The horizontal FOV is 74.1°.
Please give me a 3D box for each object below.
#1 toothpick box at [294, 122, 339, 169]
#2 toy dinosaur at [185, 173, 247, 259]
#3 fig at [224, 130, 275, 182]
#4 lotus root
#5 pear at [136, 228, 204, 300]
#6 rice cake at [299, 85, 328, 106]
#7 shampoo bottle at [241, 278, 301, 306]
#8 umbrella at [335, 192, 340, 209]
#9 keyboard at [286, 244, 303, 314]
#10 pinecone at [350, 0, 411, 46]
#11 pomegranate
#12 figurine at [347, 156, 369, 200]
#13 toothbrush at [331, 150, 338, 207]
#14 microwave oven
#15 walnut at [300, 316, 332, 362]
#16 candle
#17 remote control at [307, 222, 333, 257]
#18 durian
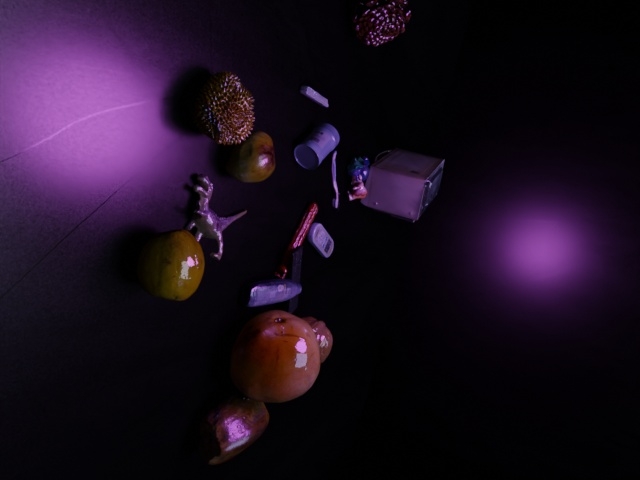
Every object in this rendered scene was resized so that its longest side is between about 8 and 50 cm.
[{"bbox_3d":[-0.012,-0.330,1.475,0.153,0.101,0.101,-53,149,-38],"label":"toothpick box"},{"bbox_3d":[-0.274,-0.049,1.125,0.251,0.072,0.199,41,57,-54],"label":"toy dinosaur"},{"bbox_3d":[-0.180,-0.223,1.148,0.153,0.121,0.135,-48,141,-44],"label":"fig"},{"bbox_3d":[-0.283,0.604,1.406,0.291,0.193,0.193,-3,108,-62],"label":"lotus root"},{"bbox_3d":[-0.336,0.054,0.950,0.149,0.149,0.161,-1,96,-65],"label":"pear"},{"bbox_3d":[-0.018,-0.489,1.442,0.171,0.033,0.028,0,105,-65],"label":"rice cake"},{"bbox_3d":[-0.161,0.174,1.447,0.234,0.049,0.086,-3,112,-46],"label":"shampoo bottle"},{"bbox_3d":[0.074,-0.170,1.870,0.122,0.022,0.013,89,1,-56],"label":"umbrella"},{"bbox_3d":[-0.107,0.202,1.605,0.103,0.041,0.380,-44,151,-60],"label":"keyboard"},{"bbox_3d":[0.209,-0.831,1.531,0.221,0.222,0.221,-45,143,-48],"label":"pinecone"},{"bbox_3d":[-0.151,0.392,1.410,0.319,0.320,0.318,-45,143,-48],"label":"pomegranate"},{"bbox_3d":[0.172,-0.283,1.913,0.111,0.102,0.194,-100,-175,-60],"label":"figurine"},{"bbox_3d":[0.060,-0.252,1.772,0.021,0.027,0.268,-59,154,-49],"label":"toothbrush"},{"bbox_3d":[0.428,-0.293,2.191,0.394,0.333,0.246,-40,144,-52],"label":"microwave oven"},{"bbox_3d":[-0.048,0.415,1.745,0.213,0.214,0.213,-45,143,-48],"label":"walnut"},{"bbox_3d":[-0.086,0.000,1.586,0.051,0.048,0.329,110,6,-71],"label":"candle"},{"bbox_3d":[0.000,0.000,1.777,0.086,0.047,0.244,-70,156,-17],"label":"remote control"},{"bbox_3d":[-0.224,-0.301,0.997,0.158,0.137,0.167,49,48,-38],"label":"durian"}]
